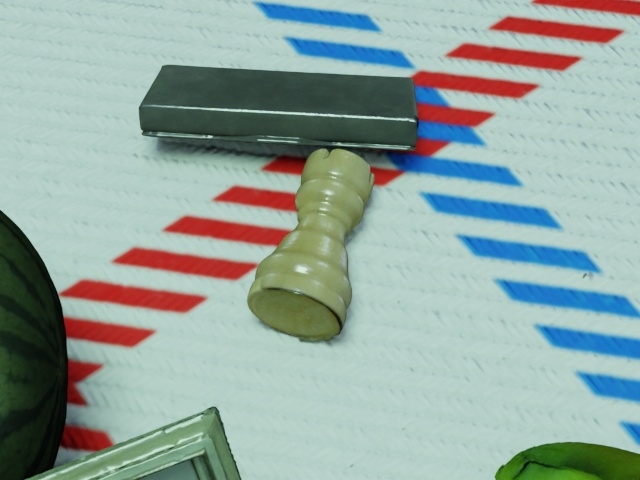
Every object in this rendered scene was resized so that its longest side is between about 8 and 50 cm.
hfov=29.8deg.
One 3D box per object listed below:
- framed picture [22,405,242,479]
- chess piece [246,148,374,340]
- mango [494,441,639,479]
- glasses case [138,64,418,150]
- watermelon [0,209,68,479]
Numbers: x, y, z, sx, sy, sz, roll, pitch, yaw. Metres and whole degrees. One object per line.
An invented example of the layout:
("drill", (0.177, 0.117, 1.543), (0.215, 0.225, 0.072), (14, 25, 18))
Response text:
("framed picture", (-0.162, 0.213, 0.608), (0.293, 0.231, 0.018), (-21, 42, -8))
("chess piece", (0.000, 0.000, 0.802), (0.066, 0.066, 0.122), (15, 59, 9))
("mango", (0.198, 0.184, 0.674), (0.233, 0.125, 0.111), (33, 93, 39))
("glasses case", (-0.027, -0.091, 0.845), (0.191, 0.042, 0.072), (4, 26, 3))
("watermelon", (-0.318, 0.078, 0.644), (0.360, 0.279, 0.278), (2, 63, 4))
